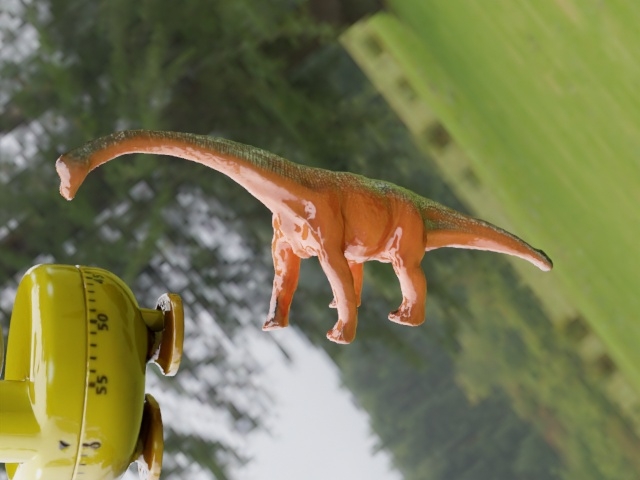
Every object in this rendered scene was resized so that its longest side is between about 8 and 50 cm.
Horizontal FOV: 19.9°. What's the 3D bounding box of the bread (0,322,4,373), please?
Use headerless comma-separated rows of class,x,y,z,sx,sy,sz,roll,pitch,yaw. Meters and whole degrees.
bread,-0.256,0.053,1.026,0.173,0.121,0.311,56,155,-2

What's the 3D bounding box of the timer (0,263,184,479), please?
timer,-0.121,0.062,0.799,0.107,0.109,0.107,-175,90,-74

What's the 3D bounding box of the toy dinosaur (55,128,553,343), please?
toy dinosaur,-0.004,-0.001,0.931,0.279,0.101,0.055,1,-176,-34
